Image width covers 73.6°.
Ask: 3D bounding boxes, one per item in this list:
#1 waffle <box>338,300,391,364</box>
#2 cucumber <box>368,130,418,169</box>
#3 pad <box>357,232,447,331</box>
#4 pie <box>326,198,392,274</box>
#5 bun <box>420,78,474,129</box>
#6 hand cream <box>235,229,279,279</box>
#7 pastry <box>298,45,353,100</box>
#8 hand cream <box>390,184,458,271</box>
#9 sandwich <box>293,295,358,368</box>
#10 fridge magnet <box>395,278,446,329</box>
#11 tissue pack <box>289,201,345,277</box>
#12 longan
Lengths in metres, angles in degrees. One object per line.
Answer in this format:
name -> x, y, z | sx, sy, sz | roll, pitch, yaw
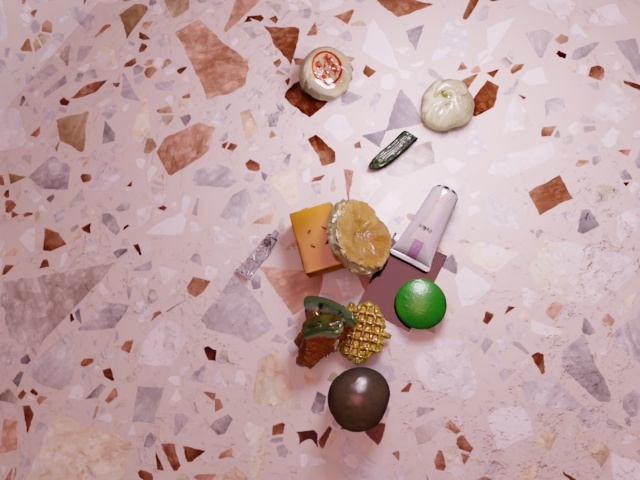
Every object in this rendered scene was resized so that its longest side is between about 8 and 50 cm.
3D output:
waffle -> 0.163, 0.374, 1.779 | 0.238, 0.059, 0.243 | -31, 72, 1
cucumber -> 0.331, -0.406, 1.950 | 0.265, 0.077, 0.077 | -43, 75, -2
pad -> 0.352, 0.172, 1.837 | 0.248, 0.007, 0.367 | 27, 81, 12
pie -> 0.164, -0.017, 1.781 | 0.339, 0.083, 0.339 | 17, 59, -31
bun -> 0.574, -0.619, 1.926 | 0.259, 0.160, 0.259 | -1, 75, 4
hand cream -> -0.272, 0.057, 1.918 | 0.084, 0.050, 0.257 | 36, 89, 15
pastry -> 0.028, -0.786, 2.019 | 0.265, 0.133, 0.265 | 0, 91, -17
hand cream -> 0.460, -0.063, 1.832 | 0.185, 0.118, 0.358 | 28, 85, 11
sandwich -> -0.019, 0.374, 1.723 | 0.250, 0.162, 0.301 | 24, 90, 32
fridge magnet -> 0.412, 0.261, 1.759 | 0.208, 0.088, 0.208 | -2, 76, 7
tissue pack -> 0.000, 0.000, 1.851 | 0.194, 0.145, 0.274 | -16, 76, 4
longan -> 0.153, 0.610, 1.651 | 0.248, 0.248, 0.248 | -2, 76, 6
